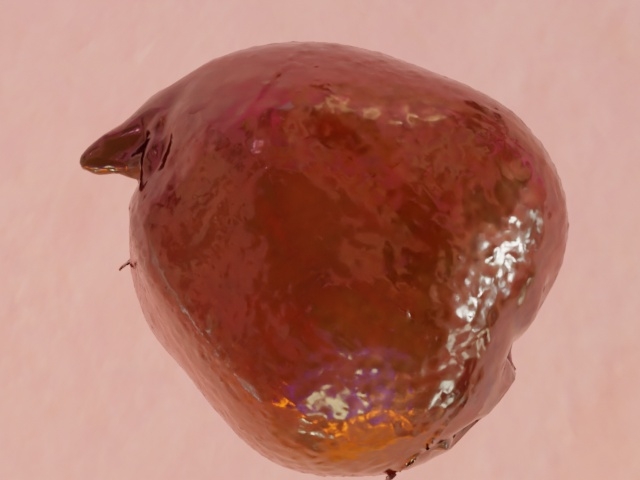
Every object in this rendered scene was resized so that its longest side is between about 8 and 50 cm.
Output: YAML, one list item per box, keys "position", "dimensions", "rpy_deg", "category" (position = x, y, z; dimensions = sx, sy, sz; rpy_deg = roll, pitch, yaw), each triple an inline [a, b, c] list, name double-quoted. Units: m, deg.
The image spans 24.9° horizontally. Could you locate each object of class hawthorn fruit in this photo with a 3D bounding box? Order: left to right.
- position: [0.015, 0.002, 0.992]
  dimensions: [0.295, 0.295, 0.311]
  rpy_deg: [-36, 83, 6]
  category: "hawthorn fruit"
